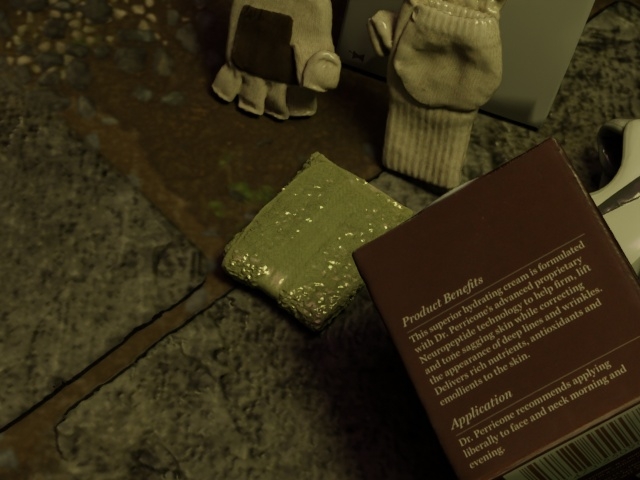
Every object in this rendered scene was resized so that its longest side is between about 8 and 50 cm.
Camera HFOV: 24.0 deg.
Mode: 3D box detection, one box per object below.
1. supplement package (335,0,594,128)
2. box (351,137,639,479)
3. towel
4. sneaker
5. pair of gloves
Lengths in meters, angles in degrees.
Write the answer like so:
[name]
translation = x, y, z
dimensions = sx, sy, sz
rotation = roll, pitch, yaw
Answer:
[supplement package]
translation = 0.155, -0.280, 1.321
dimensions = 0.198, 0.199, 0.262
rotation = 19, 55, 4
[box]
translation = 0.156, 0.075, 1.070
dimensions = 0.168, 0.167, 0.203
rotation = -29, 60, 10
[towel]
translation = 0.000, 0.000, 1.213
dimensions = 0.110, 0.027, 0.148
rotation = 33, 56, 12
[sneaker]
translation = 0.315, -0.071, 1.255
dimensions = 0.330, 0.122, 0.146
rotation = -35, 70, -28
[pair of gloves]
translation = 0.031, -0.160, 1.222
dimensions = 0.240, 0.204, 0.042
rotation = 26, 37, 12
